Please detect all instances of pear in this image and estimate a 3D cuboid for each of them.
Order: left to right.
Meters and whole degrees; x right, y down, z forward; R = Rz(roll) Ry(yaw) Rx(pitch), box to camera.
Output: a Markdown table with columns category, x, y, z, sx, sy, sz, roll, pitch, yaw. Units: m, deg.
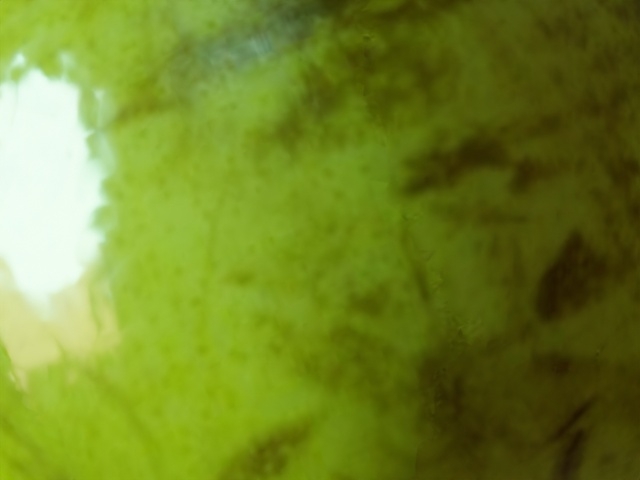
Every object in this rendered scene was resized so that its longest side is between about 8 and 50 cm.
| category | x | y | z | sx | sy | sz | roll | pitch | yaw |
| --- | --- | --- | --- | --- | --- | --- | --- | --- | --- |
| pear | 0.000 | 0.000 | 0.492 | 0.280 | 0.280 | 0.281 | 178 | 90 | -76 |
